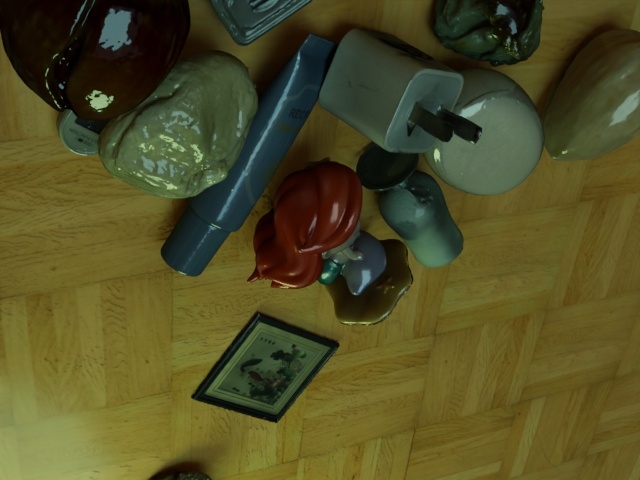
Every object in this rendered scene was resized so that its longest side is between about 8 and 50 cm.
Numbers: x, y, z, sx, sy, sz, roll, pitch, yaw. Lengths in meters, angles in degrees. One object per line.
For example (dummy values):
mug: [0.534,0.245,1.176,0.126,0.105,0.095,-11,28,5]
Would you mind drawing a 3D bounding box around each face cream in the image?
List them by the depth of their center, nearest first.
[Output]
face cream: [-0.096,-0.116,1.303,0.385,0.086,0.135,-54,165,16]

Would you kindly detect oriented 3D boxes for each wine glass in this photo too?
wine glass: [0.147,-0.053,1.470,0.103,0.103,0.231,-37,136,2]

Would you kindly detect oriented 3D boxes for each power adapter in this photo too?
power adapter: [0.120,-0.185,1.265,0.130,0.205,0.125,-5,125,-51]

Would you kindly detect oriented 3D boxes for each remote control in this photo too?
remote control: [-0.255,-0.203,1.185,0.078,0.042,0.221,25,111,-39]

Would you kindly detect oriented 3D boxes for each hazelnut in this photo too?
hazelnut: [-0.250,-0.252,1.037,0.218,0.234,0.218,-26,161,-10]

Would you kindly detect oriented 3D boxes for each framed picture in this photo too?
framed picture: [-0.090,0.221,1.613,0.195,0.010,0.199,25,109,-39]

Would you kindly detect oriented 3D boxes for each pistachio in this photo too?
pistachio: [0.440,-0.218,1.475,0.157,0.157,0.229,21,118,-37]

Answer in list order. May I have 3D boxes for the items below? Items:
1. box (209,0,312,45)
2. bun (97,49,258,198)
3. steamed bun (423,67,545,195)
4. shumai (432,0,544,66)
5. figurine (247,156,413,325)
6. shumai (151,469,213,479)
box: [-0.080,-0.315,1.179,0.122,0.062,0.089,-35,133,-1]
bun: [-0.163,-0.134,1.169,0.220,0.134,0.220,-36,175,-4]
steamed bun: [0.234,-0.167,1.409,0.177,0.131,0.228,-43,135,15]
shumai: [0.268,-0.309,1.313,0.184,0.142,0.184,-12,127,-16]
figurine: [0.004,0.005,1.386,0.257,0.208,0.181,48,59,-43]
shumai: [-0.256,0.469,1.676,0.139,0.105,0.123,-24,89,-23]
